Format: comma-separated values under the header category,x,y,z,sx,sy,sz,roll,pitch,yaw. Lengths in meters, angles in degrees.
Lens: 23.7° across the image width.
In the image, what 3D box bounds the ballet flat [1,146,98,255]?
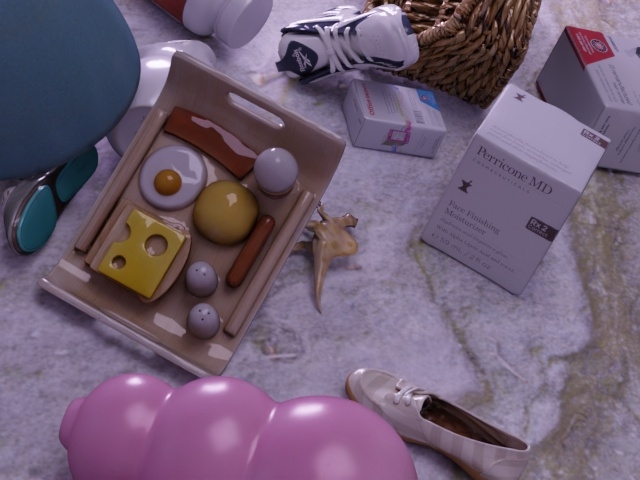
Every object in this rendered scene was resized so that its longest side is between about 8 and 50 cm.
category,x,y,z,sx,sy,sz,roll,pitch,yaw
ballet flat,-0.319,-0.050,1.709,0.068,0.072,0.213,4,34,18

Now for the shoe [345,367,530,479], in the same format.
category,x,y,z,sx,sy,sz,roll,pitch,yaw
shoe,0.130,0.194,1.662,0.219,0.058,0.076,30,39,6

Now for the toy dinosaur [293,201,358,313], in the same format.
category,x,y,z,sx,sy,sz,roll,pitch,yaw
toy dinosaur,0.000,0.000,1.820,0.092,0.053,0.183,26,38,-1

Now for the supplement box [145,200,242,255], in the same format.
category,x,y,z,sx,sy,sz,roll,pitch,yaw
supplement box,-0.107,-0.052,1.805,0.130,0.073,0.239,30,38,5

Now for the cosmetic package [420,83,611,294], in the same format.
category,x,y,z,sx,sy,sz,roll,pitch,yaw
cosmetic package,0.246,-0.066,1.920,0.151,0.184,0.151,30,39,7

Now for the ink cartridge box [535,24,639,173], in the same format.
category,x,y,z,sx,sy,sz,roll,pitch,yaw
ink cartridge box,0.484,-0.197,2.253,0.272,0.114,0.197,8,41,-21

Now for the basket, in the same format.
category,x,y,z,sx,sy,sz,roll,pitch,yaw
basket,0.197,-0.377,2.160,0.223,0.213,0.299,20,65,-6

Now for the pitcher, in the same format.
category,x,y,z,sx,sy,sz,roll,pitch,yaw
pitcher,-0.222,-0.172,1.860,0.177,0.125,0.207,0,30,3

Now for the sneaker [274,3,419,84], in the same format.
category,x,y,z,sx,sy,sz,roll,pitch,yaw
sneaker,0.021,-0.255,2.041,0.153,0.094,0.235,-26,28,-19

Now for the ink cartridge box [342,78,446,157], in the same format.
category,x,y,z,sx,sy,sz,roll,pitch,yaw
ink cartridge box,0.098,-0.166,2.061,0.122,0.052,0.088,8,41,-21

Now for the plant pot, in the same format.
category,x,y,z,sx,sy,sz,roll,pitch,yaw
plant pot,-0.363,-0.237,1.689,0.290,0.195,0.290,-5,52,6

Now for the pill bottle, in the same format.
category,x,y,z,sx,sy,sz,roll,pitch,yaw
pill bottle,-0.174,-0.359,2.079,0.216,0.121,0.121,38,40,16

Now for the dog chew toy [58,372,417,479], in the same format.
category,x,y,z,sx,sy,sz,roll,pitch,yaw
dog chew toy,-0.082,0.220,1.421,0.331,0.207,0.207,18,38,5

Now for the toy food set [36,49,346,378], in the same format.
category,x,y,z,sx,sy,sz,roll,pitch,yaw
toy food set,-0.138,-0.028,1.647,0.219,0.092,0.306,28,75,5
